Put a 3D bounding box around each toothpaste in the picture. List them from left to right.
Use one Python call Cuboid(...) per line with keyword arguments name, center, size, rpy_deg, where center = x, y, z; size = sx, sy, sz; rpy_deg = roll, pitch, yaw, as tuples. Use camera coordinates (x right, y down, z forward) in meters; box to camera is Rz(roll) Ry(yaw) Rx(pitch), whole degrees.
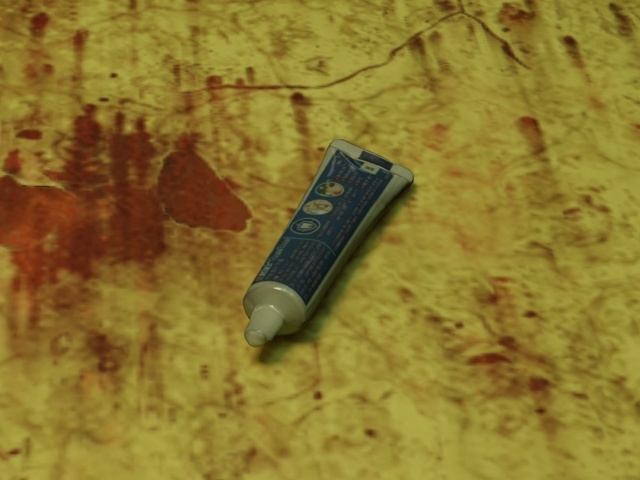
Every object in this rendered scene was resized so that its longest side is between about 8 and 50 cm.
Cuboid(name="toothpaste", center=(0.000, 0.000, 0.884), size=(0.057, 0.035, 0.197), rpy_deg=(25, 39, 7))
